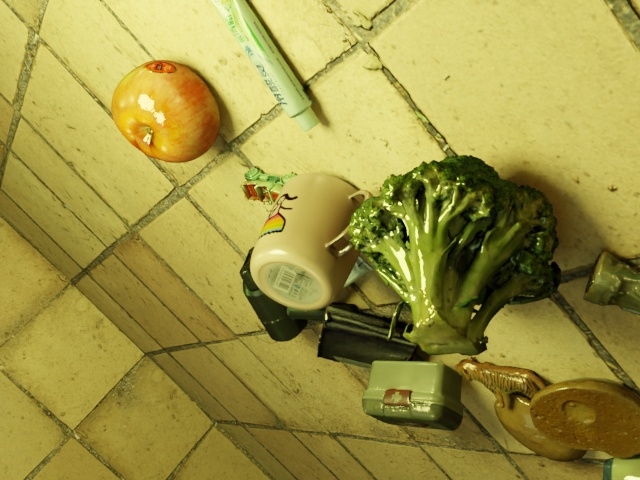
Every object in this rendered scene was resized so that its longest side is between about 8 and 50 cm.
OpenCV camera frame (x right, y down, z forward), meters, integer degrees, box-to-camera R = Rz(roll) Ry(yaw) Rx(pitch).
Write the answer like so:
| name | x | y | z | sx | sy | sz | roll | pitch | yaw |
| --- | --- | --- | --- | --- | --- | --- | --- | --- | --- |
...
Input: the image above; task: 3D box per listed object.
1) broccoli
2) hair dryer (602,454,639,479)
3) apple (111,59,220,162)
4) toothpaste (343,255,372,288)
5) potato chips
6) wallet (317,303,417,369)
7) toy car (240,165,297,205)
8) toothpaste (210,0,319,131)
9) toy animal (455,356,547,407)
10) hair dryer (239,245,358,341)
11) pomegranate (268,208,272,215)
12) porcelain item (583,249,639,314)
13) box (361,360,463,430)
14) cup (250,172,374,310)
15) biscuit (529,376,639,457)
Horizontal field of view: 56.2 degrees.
| name | x | y | z | sx | sy | sz | roll | pitch | yaw |
| --- | --- | --- | --- | --- | --- | --- | --- | --- | --- |
| broccoli | 0.184 | 0.028 | 0.897 | 0.321 | 0.283 | 0.304 | 31 | 142 | -19 |
| hair dryer | 0.717 | 0.490 | 1.100 | 0.298 | 0.119 | 0.296 | 37 | 149 | -26 |
| apple | -0.304 | -0.251 | 1.180 | 0.210 | 0.164 | 0.209 | 25 | 146 | 19 |
| toothpaste | 0.029 | 0.101 | 1.339 | 0.052 | 0.033 | 0.218 | 45 | 128 | -6 |
| potato chips | 0.461 | 0.411 | 1.286 | 0.208 | 0.062 | 0.195 | 47 | 150 | -15 |
| wallet | 0.105 | 0.240 | 1.407 | 0.221 | 0.071 | 0.262 | 11 | 148 | 2 |
| toy car | -0.099 | -0.106 | 1.245 | 0.143 | 0.054 | 0.073 | 14 | 138 | 36 |
| toothpaste | -0.096 | -0.313 | 0.996 | 0.296 | 0.048 | 0.075 | 55 | 149 | -16 |
| toy animal | 0.385 | 0.295 | 1.224 | 0.241 | 0.057 | 0.099 | 0 | 130 | 48 |
| hair dryer | -0.051 | 0.135 | 1.473 | 0.303 | 0.116 | 0.244 | -1 | 131 | 33 |
| pomegranate | -0.074 | 0.029 | 1.309 | 0.159 | 0.159 | 0.205 | 3 | 105 | 45 |
| porcelain item | 0.493 | 0.091 | 0.851 | 0.216 | 0.069 | 0.081 | 23 | 140 | 19 |
| box | 0.211 | 0.349 | 1.358 | 0.210 | 0.129 | 0.148 | -8 | 149 | 37 |
| cup | 0.000 | 0.000 | 1.104 | 0.253 | 0.200 | 0.191 | -24 | 122 | 42 |
| biscuit | 0.497 | 0.319 | 1.105 | 0.208 | 0.049 | 0.180 | 3 | 125 | 26 |
